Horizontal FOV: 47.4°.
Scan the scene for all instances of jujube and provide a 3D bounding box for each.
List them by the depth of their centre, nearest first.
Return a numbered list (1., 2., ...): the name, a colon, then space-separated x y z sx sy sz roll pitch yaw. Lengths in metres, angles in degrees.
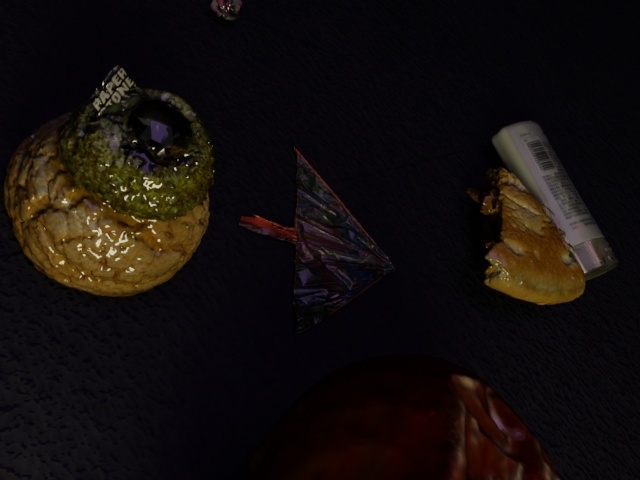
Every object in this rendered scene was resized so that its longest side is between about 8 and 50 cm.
1. jujube: 0.041 0.261 0.504 0.276 0.276 0.377 37 38 -7

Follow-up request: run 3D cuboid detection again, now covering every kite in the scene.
1. kite: 0.000 0.000 0.791 0.189 0.009 0.232 16 54 -21

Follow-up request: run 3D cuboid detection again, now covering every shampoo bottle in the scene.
1. shampoo bottle: 0.314 -0.054 0.983 0.086 0.056 0.227 -11 68 -37

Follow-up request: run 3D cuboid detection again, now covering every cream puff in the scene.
1. cream puff: -0.169 -0.062 0.623 0.183 0.169 0.183 14 57 -23

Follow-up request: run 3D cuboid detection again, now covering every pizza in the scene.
1. pizza: 0.233 -0.008 0.900 0.154 0.069 0.193 9 51 -27

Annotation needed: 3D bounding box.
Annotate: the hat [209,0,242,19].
1. hat: -0.126 -0.380 0.886 0.129 0.140 0.227 -9 80 -24
